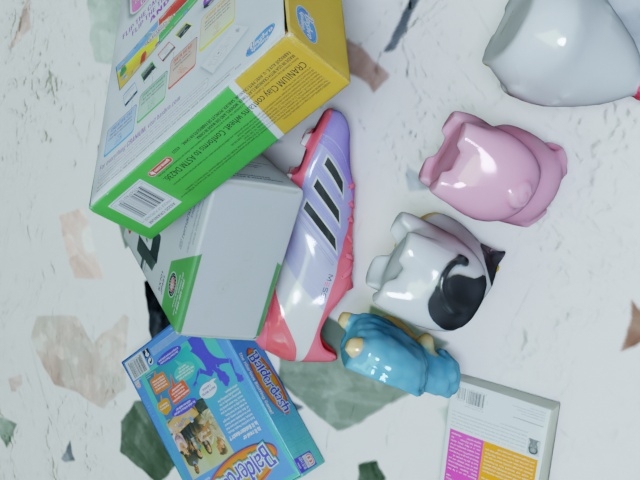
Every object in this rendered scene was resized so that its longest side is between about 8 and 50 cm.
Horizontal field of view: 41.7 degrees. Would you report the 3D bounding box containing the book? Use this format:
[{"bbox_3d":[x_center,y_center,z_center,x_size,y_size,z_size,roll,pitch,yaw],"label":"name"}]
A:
[{"bbox_3d":[0.154,0.202,0.753,0.096,0.035,0.144,14,104,34],"label":"book"}]

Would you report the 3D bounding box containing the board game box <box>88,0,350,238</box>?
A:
[{"bbox_3d":[-0.091,-0.190,0.730,0.242,0.064,0.316,-33,43,32],"label":"board game box"}]

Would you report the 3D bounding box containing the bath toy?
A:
[{"bbox_3d":[0.139,-0.034,0.673,0.129,0.151,0.348,23,110,-9],"label":"bath toy"}]

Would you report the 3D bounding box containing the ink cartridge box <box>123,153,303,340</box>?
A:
[{"bbox_3d":[-0.112,-0.023,0.805,0.208,0.087,0.153,44,123,55],"label":"ink cartridge box"}]

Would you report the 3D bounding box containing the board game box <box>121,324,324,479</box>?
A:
[{"bbox_3d":[-0.111,0.184,0.912,0.160,0.047,0.210,-36,77,31],"label":"board game box"}]

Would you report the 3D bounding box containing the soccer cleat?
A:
[{"bbox_3d":[0.000,0.000,0.806,0.095,0.083,0.248,15,101,-2],"label":"soccer cleat"}]
